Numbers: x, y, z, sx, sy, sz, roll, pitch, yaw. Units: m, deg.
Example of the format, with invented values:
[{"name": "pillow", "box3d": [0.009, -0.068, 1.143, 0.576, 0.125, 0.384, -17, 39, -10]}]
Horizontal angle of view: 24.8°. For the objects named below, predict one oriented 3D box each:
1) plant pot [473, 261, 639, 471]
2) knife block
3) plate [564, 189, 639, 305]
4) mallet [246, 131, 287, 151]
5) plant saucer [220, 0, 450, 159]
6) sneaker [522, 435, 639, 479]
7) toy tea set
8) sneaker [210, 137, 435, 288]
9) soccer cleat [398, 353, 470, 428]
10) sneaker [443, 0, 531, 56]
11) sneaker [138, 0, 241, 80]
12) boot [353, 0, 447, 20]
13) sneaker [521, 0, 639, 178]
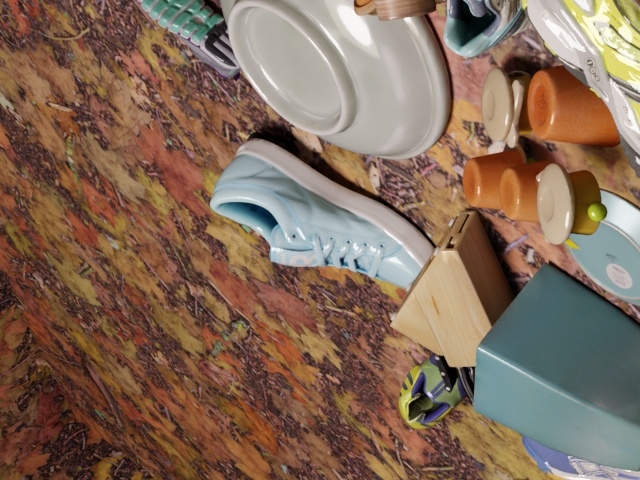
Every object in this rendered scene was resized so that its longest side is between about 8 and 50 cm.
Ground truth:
[{"name": "plant pot", "box3d": [0.343, 0.180, 1.888, 0.234, 0.165, 0.165, 29, 150, 23]}, {"name": "knife block", "box3d": [0.234, 0.114, 2.026, 0.242, 0.088, 0.275, 29, 138, 1]}, {"name": "plate", "box3d": [0.357, 0.016, 1.771, 0.188, 0.024, 0.188, 36, 153, 22]}, {"name": "mallet", "box3d": [-0.055, -0.091, 2.279, 0.062, 0.039, 0.189, 19, 148, 42]}, {"name": "plant saucer", "box3d": [-0.012, -0.248, 1.890, 0.400, 0.100, 0.400, 36, 153, 22]}, {"name": "sneaker", "box3d": [0.408, 0.287, 2.030, 0.296, 0.112, 0.131, 21, 127, 42]}, {"name": "toy tea set", "box3d": [0.267, -0.105, 1.639, 0.336, 0.124, 0.199, -155, 63, -74]}, {"name": "sneaker", "box3d": [0.000, 0.000, 2.147, 0.366, 0.150, 0.135, 29, 154, 15]}, {"name": "soccer cleat", "box3d": [0.164, 0.251, 2.319, 0.093, 0.121, 0.289, 44, 156, 7]}, {"name": "sneaker", "box3d": [0.183, -0.290, 1.477, 0.110, 0.122, 0.283, 36, 153, 23]}, {"name": "sneaker", "box3d": [-0.199, -0.316, 2.118, 0.224, 0.083, 0.098, 45, 160, 5]}, {"name": "boot", "box3d": [0.069, -0.354, 1.566, 0.283, 0.109, 0.220, -63, -36, -77]}, {"name": "sneaker", "box3d": [0.354, -0.150, 1.388, 0.384, 0.145, 0.147, 45, 149, -7]}]
